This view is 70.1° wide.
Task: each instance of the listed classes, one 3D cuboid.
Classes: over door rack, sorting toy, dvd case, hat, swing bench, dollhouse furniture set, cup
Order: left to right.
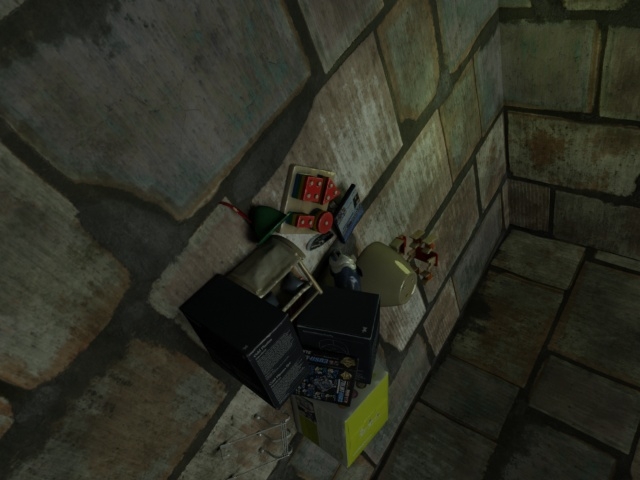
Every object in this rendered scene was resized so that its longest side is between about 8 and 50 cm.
[{"bbox_3d":[-0.276,0.872,1.932,0.324,0.108,0.240,-20,123,-30],"label":"over door rack"},{"bbox_3d":[-0.220,-0.101,1.564,0.173,0.183,0.208,-46,-177,-12],"label":"hat"},{"bbox_3d":[-0.162,0.157,1.624,0.253,0.165,0.255,-45,129,-30],"label":"swing bench"},{"bbox_3d":[-0.028,-0.142,1.742,0.255,0.089,0.257,-1,107,-53],"label":"sorting toy"},{"bbox_3d":[0.118,-0.110,1.963,0.181,0.022,0.253,-58,157,-14],"label":"dvd case"},{"bbox_3d":[0.337,0.198,2.271,0.331,0.236,0.332,-28,128,-42],"label":"cup"},{"bbox_3d":[0.503,0.062,2.401,0.135,0.259,0.262,-32,131,-36],"label":"dollhouse furniture set"}]

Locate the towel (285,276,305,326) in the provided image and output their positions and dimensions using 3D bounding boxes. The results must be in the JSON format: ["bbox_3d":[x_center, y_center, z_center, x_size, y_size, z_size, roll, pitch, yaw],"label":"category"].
[{"bbox_3d":[-0.163,0.274,1.791,0.274,0.031,0.199,-20,113,-43],"label":"towel"}]

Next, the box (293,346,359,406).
[{"bbox_3d":[-0.003,0.557,1.868,0.073,0.293,0.296,-76,172,-45],"label":"box"}]

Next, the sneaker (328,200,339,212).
[{"bbox_3d":[0.062,-0.134,1.918,0.043,0.040,0.109,-37,153,11],"label":"sneaker"}]

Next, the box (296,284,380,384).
[{"bbox_3d":[0.086,0.393,1.894,0.396,0.293,0.212,84,20,-49],"label":"box"}]

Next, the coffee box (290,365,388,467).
[{"bbox_3d":[0.098,0.767,2.156,0.337,0.334,0.339,-34,132,-39],"label":"coffee box"}]

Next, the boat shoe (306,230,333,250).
[{"bbox_3d":[0.000,0.000,1.893,0.142,0.040,0.049,-40,136,-35],"label":"boat shoe"}]

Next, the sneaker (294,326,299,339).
[{"bbox_3d":[-0.148,0.422,1.902,0.234,0.084,0.097,-44,161,-29],"label":"sneaker"}]

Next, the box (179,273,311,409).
[{"bbox_3d":[-0.237,0.324,1.483,0.179,0.343,0.313,-45,139,-28],"label":"box"}]

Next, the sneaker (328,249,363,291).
[{"bbox_3d":[0.109,0.161,2.047,0.323,0.130,0.237,100,-22,-80],"label":"sneaker"}]
